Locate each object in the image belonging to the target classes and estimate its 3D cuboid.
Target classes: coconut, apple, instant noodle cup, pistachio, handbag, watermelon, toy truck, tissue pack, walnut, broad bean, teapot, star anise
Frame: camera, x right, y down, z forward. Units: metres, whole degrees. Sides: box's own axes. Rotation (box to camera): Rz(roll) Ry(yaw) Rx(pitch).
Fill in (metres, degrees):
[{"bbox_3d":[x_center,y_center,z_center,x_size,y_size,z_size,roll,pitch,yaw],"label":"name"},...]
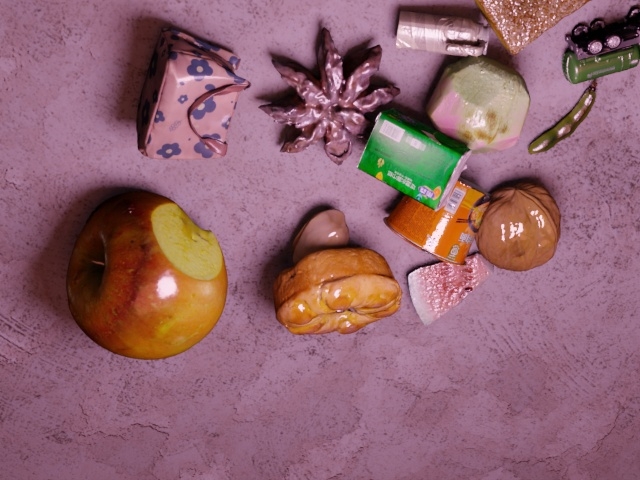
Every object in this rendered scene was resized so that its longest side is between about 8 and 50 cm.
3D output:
[{"bbox_3d":[0.347,-0.294,1.860,0.236,0.204,0.235,-10,122,-17],"label":"coconut"},{"bbox_3d":[-0.383,0.082,1.898,0.374,0.374,0.384,11,78,-16],"label":"apple"},{"bbox_3d":[0.291,-0.071,1.979,0.230,0.230,0.182,22,104,-21],"label":"instant noodle cup"},{"bbox_3d":[0.000,0.000,2.013,0.124,0.124,0.185,38,109,-27],"label":"pistachio"},{"bbox_3d":[-0.275,-0.300,1.755,0.193,0.190,0.251,9,126,-22],"label":"handbag"},{"bbox_3d":[0.345,0.100,2.168,0.241,0.094,0.154,-24,111,3],"label":"watermelon"},{"bbox_3d":[0.677,-0.444,1.894,0.243,0.101,0.125,-17,126,3],"label":"toy truck"},{"bbox_3d":[0.217,-0.185,1.840,0.209,0.156,0.148,29,113,15],"label":"tissue pack"},{"bbox_3d":[0.487,-0.036,2.037,0.228,0.228,0.228,-5,121,-8],"label":"walnut"},{"bbox_3d":[0.596,-0.289,2.004,0.069,0.039,0.227,28,111,-30],"label":"broad bean"},{"bbox_3d":[0.266,-0.440,1.784,0.200,0.107,0.077,7,128,4],"label":"teapot"},{"bbox_3d":[0.026,-0.308,1.842,0.332,0.117,0.331,-8,125,-12],"label":"star anise"}]

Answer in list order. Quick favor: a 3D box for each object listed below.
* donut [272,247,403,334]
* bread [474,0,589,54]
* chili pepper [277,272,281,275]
[{"bbox_3d":[0.039,0.128,1.976,0.299,0.150,0.317,-22,157,10],"label":"donut"},{"bbox_3d":[0.459,-0.549,1.789,0.234,0.110,0.184,-35,123,12],"label":"bread"},{"bbox_3d":[-0.033,0.137,2.123,0.191,0.059,0.050,39,103,-24],"label":"chili pepper"}]
